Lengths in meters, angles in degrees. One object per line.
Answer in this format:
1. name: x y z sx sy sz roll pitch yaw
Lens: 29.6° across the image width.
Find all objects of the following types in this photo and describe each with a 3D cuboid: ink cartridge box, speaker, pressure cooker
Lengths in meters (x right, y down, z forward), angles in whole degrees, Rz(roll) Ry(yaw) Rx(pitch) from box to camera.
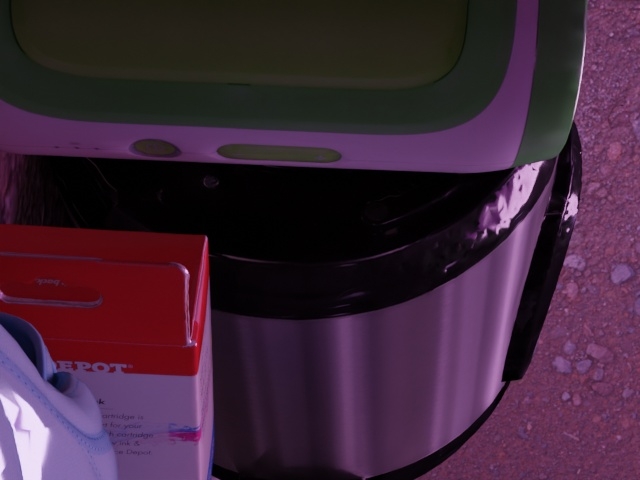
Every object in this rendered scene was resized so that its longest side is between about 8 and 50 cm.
1. ink cartridge box: -0.125 0.067 0.633 0.078 0.134 0.231 -87 -179 -47
2. speaker: -0.035 -0.098 0.561 0.131 0.296 0.131 -177 -90 -89
3. pressure cooker: -0.006 -0.002 0.977 0.375 0.370 0.420 40 -27 27

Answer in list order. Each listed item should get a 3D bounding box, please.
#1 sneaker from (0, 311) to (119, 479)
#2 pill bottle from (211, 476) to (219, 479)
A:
1. sneaker: -0.126 0.114 0.503 0.366 0.135 0.150 97 -1 -66
2. pill bottle: -0.140 0.116 1.208 0.130 0.130 0.246 93 -1 -46
